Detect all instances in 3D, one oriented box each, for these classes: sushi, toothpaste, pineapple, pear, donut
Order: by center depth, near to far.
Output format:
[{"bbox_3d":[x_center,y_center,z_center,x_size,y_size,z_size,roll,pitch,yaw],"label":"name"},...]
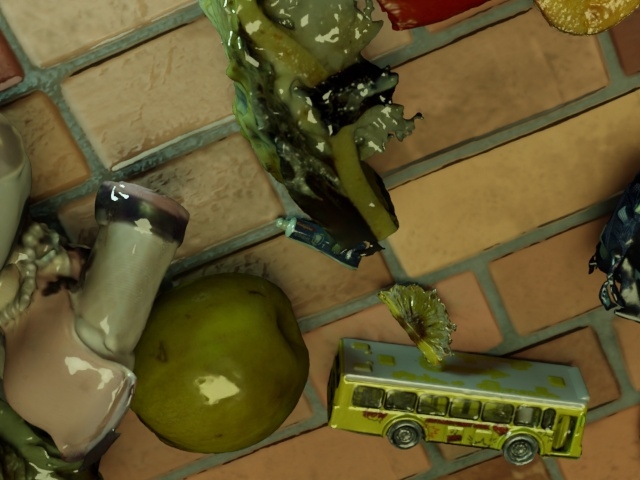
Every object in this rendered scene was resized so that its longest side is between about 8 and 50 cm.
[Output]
[{"bbox_3d":[-0.012,-0.130,1.027,0.131,0.139,0.291,-26,124,1],"label":"sushi"},{"bbox_3d":[0.206,-0.195,1.040,0.083,0.038,0.067,-36,111,10],"label":"donut"},{"bbox_3d":[-0.090,0.105,1.129,0.162,0.149,0.149,-30,115,8],"label":"pear"},{"bbox_3d":[0.000,0.000,1.148,0.083,0.019,0.027,22,98,-17],"label":"toothpaste"},{"bbox_3d":[0.090,0.066,1.171,0.045,0.019,0.083,-35,86,-28],"label":"pineapple"}]

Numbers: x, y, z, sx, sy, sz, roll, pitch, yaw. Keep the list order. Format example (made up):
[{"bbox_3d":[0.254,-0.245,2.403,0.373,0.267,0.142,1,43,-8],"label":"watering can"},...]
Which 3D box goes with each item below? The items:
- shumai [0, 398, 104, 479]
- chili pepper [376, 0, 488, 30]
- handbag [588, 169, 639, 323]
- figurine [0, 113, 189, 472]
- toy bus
[{"bbox_3d":[-0.297,0.205,1.174,0.218,0.189,0.256,-10,139,-18],"label":"shumai"},{"bbox_3d":[0.179,-0.269,0.948,0.338,0.131,0.134,-27,125,10],"label":"chili pepper"},{"bbox_3d":[0.353,0.019,1.118,0.260,0.113,0.162,21,122,-14],"label":"handbag"},{"bbox_3d":[-0.292,0.002,1.028,0.361,0.211,0.253,32,113,-19],"label":"figurine"},{"bbox_3d":[0.120,0.142,1.197,0.226,0.081,0.074,8,113,-3],"label":"toy bus"}]
